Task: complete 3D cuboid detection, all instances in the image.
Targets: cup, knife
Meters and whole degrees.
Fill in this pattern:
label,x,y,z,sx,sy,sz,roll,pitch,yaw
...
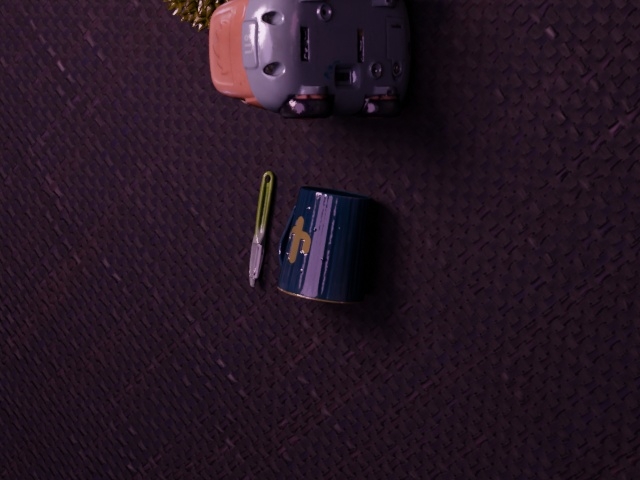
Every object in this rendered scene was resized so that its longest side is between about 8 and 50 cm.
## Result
label,x,y,z,sx,sy,sz,roll,pitch,yaw
cup,0.000,0.000,1.671,0.176,0.131,0.155,20,103,52
knife,-0.093,-0.018,1.767,0.022,0.026,0.184,7,100,-12

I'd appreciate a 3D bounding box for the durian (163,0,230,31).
label,x,y,z,sx,sy,sz,roll,pitch,yaw
durian,-0.211,-0.469,1.748,0.169,0.157,0.355,-25,83,-7

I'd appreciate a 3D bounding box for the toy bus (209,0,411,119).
label,x,y,z,sx,sy,sz,roll,pitch,yaw
toy bus,-0.022,-0.261,1.565,0.232,0.287,0.194,2,97,45
